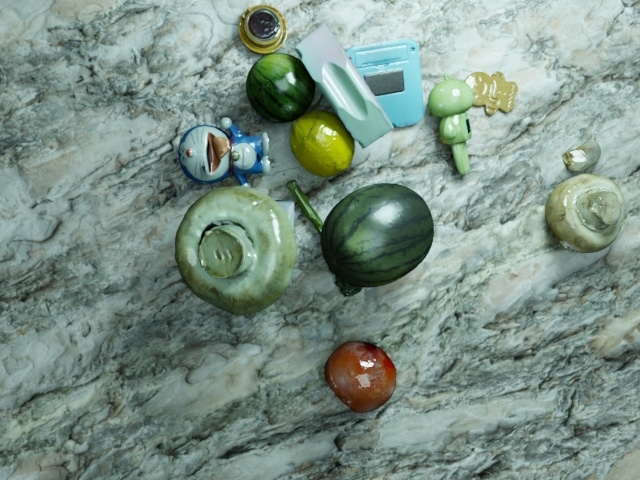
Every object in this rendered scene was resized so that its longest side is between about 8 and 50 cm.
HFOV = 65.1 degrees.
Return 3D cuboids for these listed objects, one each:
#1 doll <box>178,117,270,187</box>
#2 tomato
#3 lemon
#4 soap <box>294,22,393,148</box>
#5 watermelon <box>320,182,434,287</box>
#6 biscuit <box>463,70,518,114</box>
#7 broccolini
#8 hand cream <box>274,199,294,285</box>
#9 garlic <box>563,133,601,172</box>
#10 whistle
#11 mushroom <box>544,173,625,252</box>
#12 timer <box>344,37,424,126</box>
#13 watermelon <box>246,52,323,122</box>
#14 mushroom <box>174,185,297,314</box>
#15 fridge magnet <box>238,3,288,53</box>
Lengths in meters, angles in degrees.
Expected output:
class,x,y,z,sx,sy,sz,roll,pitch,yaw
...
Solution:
class,x,y,z,sx,sy,sz,roll,pitch,yaw
doll,-0.265,-0.234,1.404,0.256,0.161,0.216,-4,108,-8
tomato,0.120,0.387,1.453,0.184,0.208,0.208,-43,97,-5
lemon,0.007,-0.271,1.421,0.180,0.180,0.193,-25,108,-5
soap,0.066,-0.414,1.356,0.109,0.193,0.324,-32,104,16
watermelon,0.167,-0.021,1.397,0.359,0.278,0.279,-23,96,-35
biscuit,0.524,-0.463,1.552,0.183,0.027,0.134,25,91,-7
broccolini,0.005,-0.003,1.485,0.078,0.074,0.392,-35,98,-11
hand cream,-0.113,0.007,1.485,0.079,0.048,0.256,-2,92,2
garlic,0.837,-0.268,1.577,0.152,0.066,0.084,-29,94,-2
whistle,0.388,-0.351,1.507,0.141,0.141,0.294,-6,111,-7
mushroom,0.810,-0.077,1.529,0.254,0.184,0.255,0,90,-21
timer,0.181,-0.460,1.501,0.231,0.091,0.250,-11,105,-7
watermelon,-0.102,-0.417,1.402,0.214,0.188,0.188,33,88,-26
mushroom,-0.230,0.028,1.360,0.351,0.260,0.353,0,90,14
fridge magnet,-0.165,-0.610,1.444,0.142,0.063,0.143,0,89,-6
